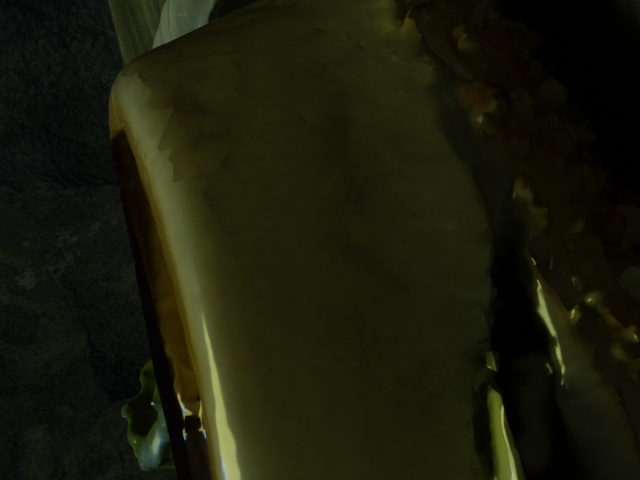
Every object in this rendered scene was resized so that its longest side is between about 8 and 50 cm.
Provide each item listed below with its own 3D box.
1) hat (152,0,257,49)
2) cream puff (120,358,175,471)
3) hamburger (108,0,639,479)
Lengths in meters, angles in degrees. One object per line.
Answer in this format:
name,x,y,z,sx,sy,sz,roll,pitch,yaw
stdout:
hat,-0.055,-0.088,1.009,0.226,0.164,0.219,2,108,59
cream puff,-0.059,0.104,1.250,0.282,0.185,0.282,159,90,-82
hamburger,0.030,0.047,0.594,0.302,0.170,0.302,168,90,-82
